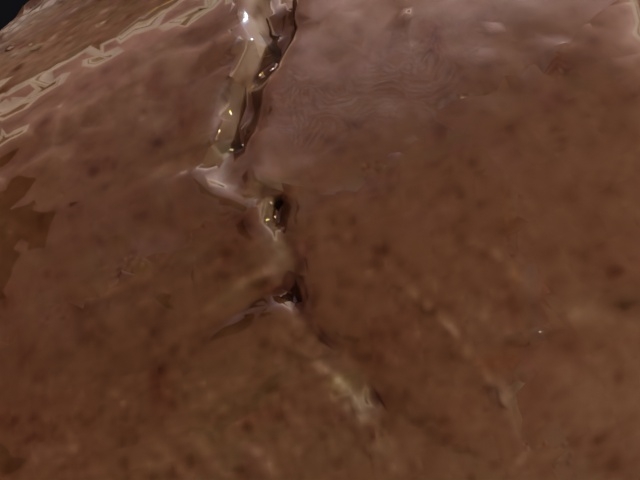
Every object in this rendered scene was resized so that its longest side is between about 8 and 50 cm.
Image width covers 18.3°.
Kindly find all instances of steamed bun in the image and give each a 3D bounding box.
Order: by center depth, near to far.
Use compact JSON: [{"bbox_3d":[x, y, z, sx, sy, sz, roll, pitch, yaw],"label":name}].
[{"bbox_3d":[0.000,0.000,0.504,0.301,0.252,0.199,-87,163,-77],"label":"steamed bun"}]
